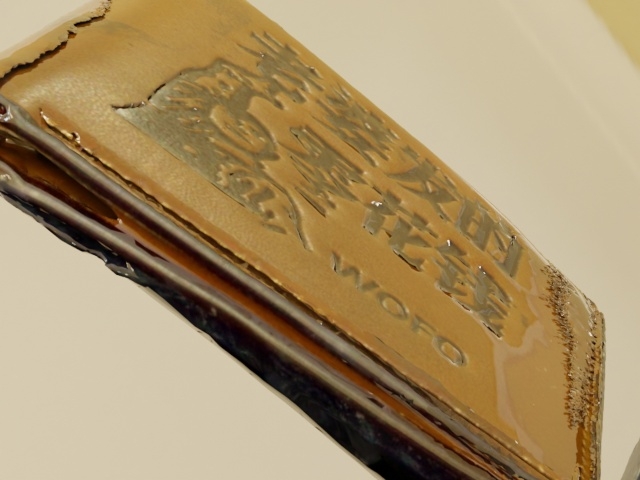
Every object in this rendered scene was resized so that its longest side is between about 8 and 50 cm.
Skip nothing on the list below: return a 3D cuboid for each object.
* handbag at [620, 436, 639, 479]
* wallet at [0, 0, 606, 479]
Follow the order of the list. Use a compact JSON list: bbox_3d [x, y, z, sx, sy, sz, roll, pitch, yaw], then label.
[{"bbox_3d":[0.203,0.225,0.869,0.175,0.270,0.089,8,-161,-21],"label":"handbag"},{"bbox_3d":[0.002,-0.002,0.454,0.195,0.042,0.161,39,-161,-4],"label":"wallet"}]
